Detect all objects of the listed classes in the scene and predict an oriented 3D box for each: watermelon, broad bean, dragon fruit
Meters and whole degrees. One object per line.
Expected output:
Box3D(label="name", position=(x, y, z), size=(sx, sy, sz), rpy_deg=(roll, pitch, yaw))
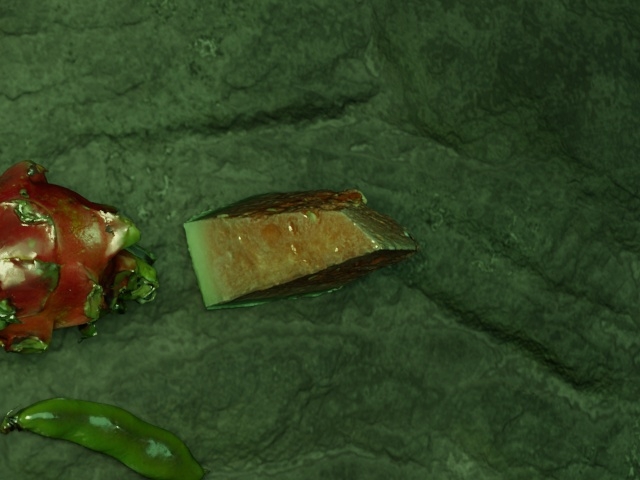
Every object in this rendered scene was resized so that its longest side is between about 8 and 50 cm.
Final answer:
Box3D(label="watermelon", position=(0.000, 0.000, 1.860), size=(0.193, 0.257, 0.139), rpy_deg=(-15, 92, -45))
Box3D(label="broad bean", position=(-0.229, 0.216, 1.782), size=(0.255, 0.046, 0.065), rpy_deg=(23, 75, -28))
Box3D(label="dragon fruit", position=(-0.280, 0.040, 1.708), size=(0.269, 0.198, 0.200), rpy_deg=(33, 42, -34))
